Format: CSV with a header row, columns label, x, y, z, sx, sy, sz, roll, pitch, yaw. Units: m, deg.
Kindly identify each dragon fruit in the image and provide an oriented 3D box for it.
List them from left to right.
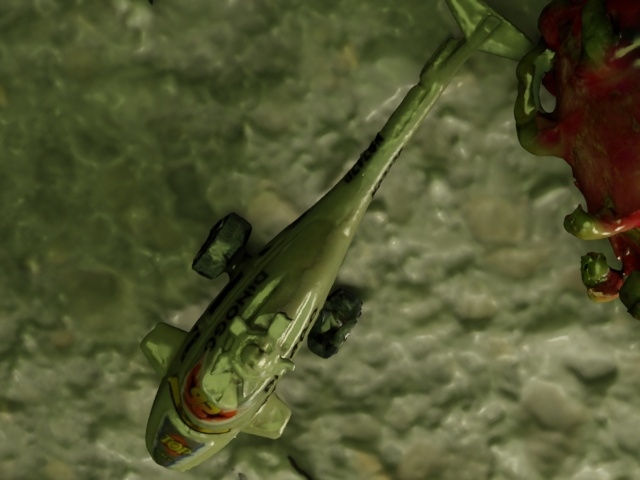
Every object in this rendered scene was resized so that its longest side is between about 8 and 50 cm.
label,x,y,z,sx,sy,sz,roll,pitch,yaw
dragon fruit,0.176,-0.053,0.859,0.160,0.166,0.172,-10,96,26

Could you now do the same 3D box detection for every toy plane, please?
label,x,y,z,sx,sy,sz,roll,pitch,yaw
toy plane,0.000,0.000,0.925,0.092,0.108,0.286,36,91,-6
